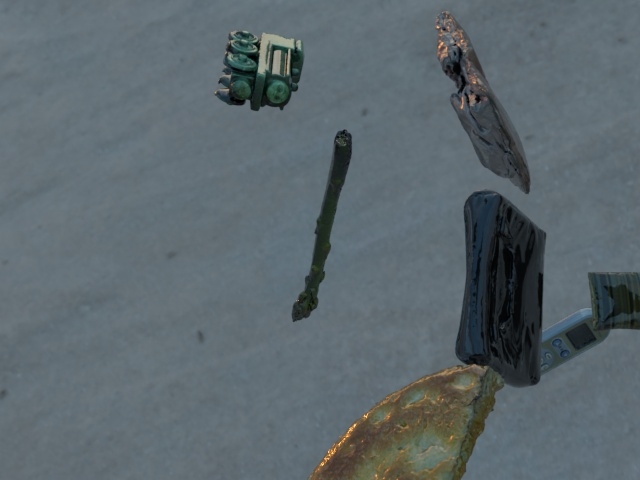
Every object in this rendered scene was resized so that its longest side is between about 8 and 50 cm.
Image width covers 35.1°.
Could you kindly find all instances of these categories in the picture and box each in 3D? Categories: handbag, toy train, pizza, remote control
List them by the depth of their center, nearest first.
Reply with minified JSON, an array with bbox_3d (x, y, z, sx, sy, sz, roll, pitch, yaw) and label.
[{"bbox_3d":[0.114,0.287,1.292,0.335,0.086,0.226,-37,32,-4],"label":"pizza"},{"bbox_3d":[-0.076,-0.222,1.322,0.111,0.071,0.170,9,30,-6],"label":"toy train"},{"bbox_3d":[0.274,0.078,1.549,0.088,0.244,0.275,0,74,30],"label":"handbag"},{"bbox_3d":[0.475,0.214,2.060,0.244,0.087,0.047,-31,28,14],"label":"remote control"}]

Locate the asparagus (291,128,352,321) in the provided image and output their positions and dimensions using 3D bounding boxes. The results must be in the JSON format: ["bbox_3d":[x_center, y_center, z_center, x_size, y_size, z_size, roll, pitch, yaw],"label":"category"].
[{"bbox_3d":[0.000,0.000,0.814,0.022,0.233,0.023,-29,61,-31],"label":"asparagus"}]

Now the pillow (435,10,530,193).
[{"bbox_3d":[0.170,-0.152,1.103,0.049,0.135,0.248,-26,32,13],"label":"pillow"}]

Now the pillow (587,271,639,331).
[{"bbox_3d":[0.585,0.109,1.823,0.203,0.038,0.113,1,73,-3],"label":"pillow"}]
